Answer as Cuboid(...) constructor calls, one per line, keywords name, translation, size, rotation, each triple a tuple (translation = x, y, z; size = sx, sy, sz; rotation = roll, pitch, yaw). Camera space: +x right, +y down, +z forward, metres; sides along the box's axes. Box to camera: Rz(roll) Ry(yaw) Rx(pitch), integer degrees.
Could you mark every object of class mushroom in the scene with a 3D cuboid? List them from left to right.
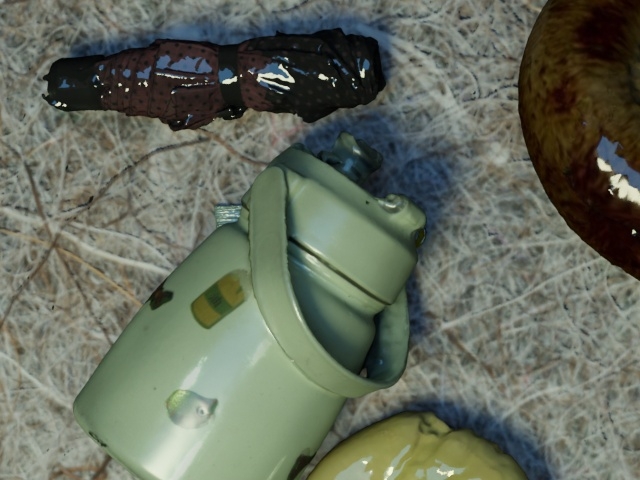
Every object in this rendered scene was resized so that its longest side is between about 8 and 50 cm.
Cuboid(name="mushroom", translation=(0.359, -0.121, 1.337), size=(0.334, 0.356, 0.331), rotation=(-38, 97, -25))

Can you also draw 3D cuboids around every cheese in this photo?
Cuboid(name="cheese", translation=(0.083, 0.268, 1.473), size=(0.214, 0.117, 0.226), rotation=(36, 88, 14))

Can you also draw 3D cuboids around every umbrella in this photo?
Cuboid(name="umbrella", translation=(-0.103, -0.151, 1.537), size=(0.326, 0.090, 0.094), rotation=(-4, 89, 10))

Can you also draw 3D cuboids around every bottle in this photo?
Cuboid(name="bottle", translation=(-0.035, 0.073, 1.453), size=(0.229, 0.229, 0.352), rotation=(37, 91, 10))

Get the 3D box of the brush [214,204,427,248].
Cuboid(name="brush", translation=(0.000, 0.000, 1.550), size=(0.205, 0.011, 0.083), rotation=(-4, 85, 9))
